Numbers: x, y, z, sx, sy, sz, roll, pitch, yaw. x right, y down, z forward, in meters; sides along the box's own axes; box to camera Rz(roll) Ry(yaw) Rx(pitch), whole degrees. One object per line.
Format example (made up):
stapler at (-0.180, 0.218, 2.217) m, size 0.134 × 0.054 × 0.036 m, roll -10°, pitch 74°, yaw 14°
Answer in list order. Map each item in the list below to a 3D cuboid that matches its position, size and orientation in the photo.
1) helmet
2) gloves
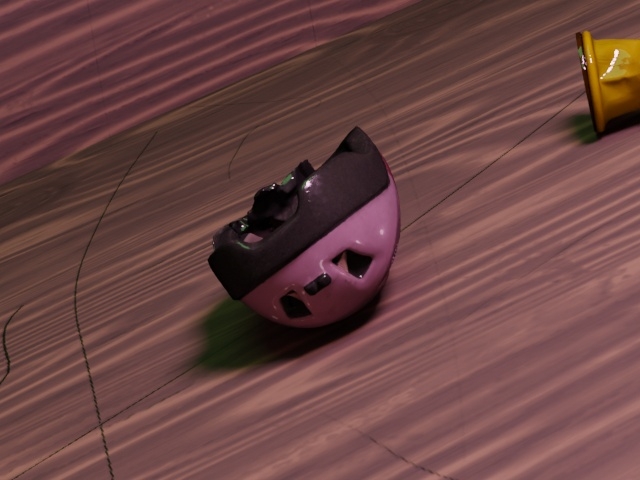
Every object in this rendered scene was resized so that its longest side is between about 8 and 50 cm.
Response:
helmet at (0.000, 0.000, 1.363) m, size 0.198 × 0.154 × 0.253 m, roll -38°, pitch -4°, yaw 12°
gloves at (0.439, -0.202, 1.561) m, size 0.294 × 0.116 × 0.133 m, roll -10°, pitch 27°, yaw 13°
